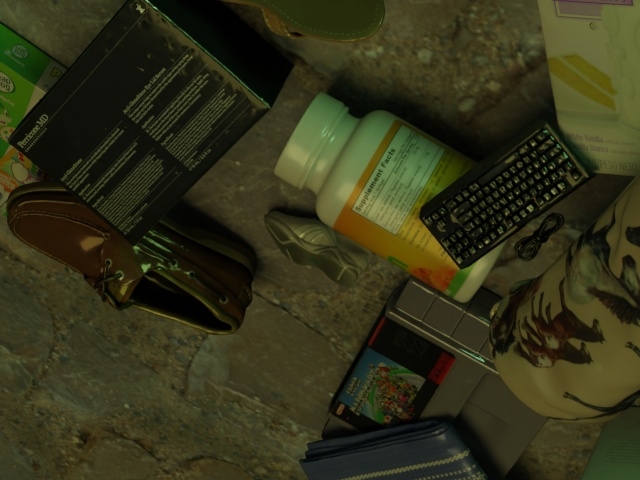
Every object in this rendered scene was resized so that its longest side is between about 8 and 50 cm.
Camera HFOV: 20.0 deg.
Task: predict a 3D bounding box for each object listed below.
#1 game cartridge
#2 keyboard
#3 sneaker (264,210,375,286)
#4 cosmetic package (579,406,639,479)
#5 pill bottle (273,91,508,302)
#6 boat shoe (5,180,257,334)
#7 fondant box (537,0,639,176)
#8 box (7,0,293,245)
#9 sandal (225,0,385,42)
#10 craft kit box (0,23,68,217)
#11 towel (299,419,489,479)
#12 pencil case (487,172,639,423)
[{"bbox_3d":[0.146,0.185,2.151,0.230,0.068,0.355,26,139,0],"label":"game cartridge"},{"bbox_3d":[0.187,-0.032,1.768,0.108,0.023,0.180,48,127,-5],"label":"keyboard"},{"bbox_3d":[0.000,0.000,2.065,0.152,0.061,0.053,28,151,34],"label":"sneaker"},{"bbox_3d":[0.382,0.343,2.031,0.138,0.224,0.224,-2,128,33],"label":"cosmetic package"},{"bbox_3d":[0.081,-0.051,1.895,0.246,0.136,0.136,30,139,2],"label":"pill bottle"},{"bbox_3d":[-0.223,0.022,2.112,0.307,0.104,0.110,17,144,-10],"label":"boat shoe"},{"bbox_3d":[0.322,-0.206,1.628,0.238,0.096,0.330,7,132,27],"label":"fondant box"},{"bbox_3d":[-0.185,-0.147,1.954,0.184,0.103,0.261,40,125,-12],"label":"box"},{"bbox_3d":[-0.029,-0.246,1.839,0.240,0.088,0.079,20,170,24],"label":"sandal"},{"bbox_3d":[-0.326,-0.104,2.159,0.250,0.061,0.246,34,137,-3],"label":"craft kit box"},{"bbox_3d":[0.148,0.361,2.244,0.243,0.040,0.336,-17,117,39],"label":"towel"},{"bbox_3d":[0.303,0.027,1.680,0.183,0.160,0.410,59,144,16],"label":"pencil case"}]
